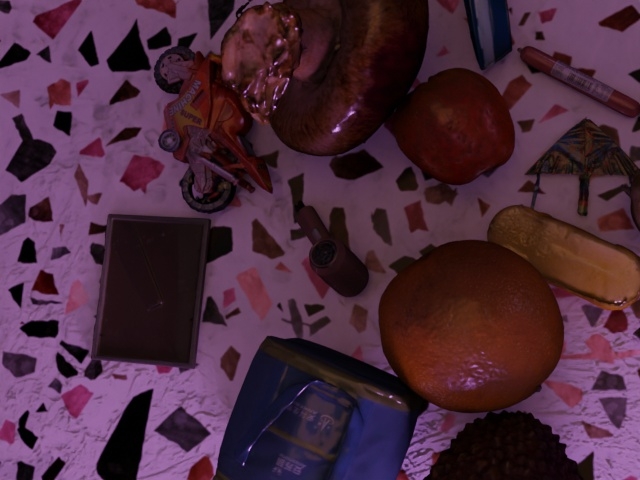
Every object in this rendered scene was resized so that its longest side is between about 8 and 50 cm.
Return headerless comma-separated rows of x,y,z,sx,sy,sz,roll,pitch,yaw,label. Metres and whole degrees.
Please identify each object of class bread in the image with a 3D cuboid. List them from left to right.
0.368,0.025,1.594,0.246,0.094,0.102,23,96,15,bread

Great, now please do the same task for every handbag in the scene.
-0.005,0.286,1.564,0.263,0.222,0.241,20,90,12,handbag

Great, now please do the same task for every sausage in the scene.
0.404,-0.248,1.660,0.223,0.029,0.029,32,88,15,sausage

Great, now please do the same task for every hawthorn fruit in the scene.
0.208,-0.173,1.621,0.189,0.189,0.189,-2,80,12,hawthorn fruit

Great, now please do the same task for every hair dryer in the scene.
0.000,0.000,1.678,0.064,0.117,0.181,-38,56,5,hair dryer

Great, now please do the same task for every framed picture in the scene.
-0.280,0.082,1.760,0.184,0.016,0.249,2,81,13,framed picture

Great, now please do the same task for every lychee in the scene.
0.257,0.366,1.492,0.272,0.271,0.271,-2,80,12,lychee

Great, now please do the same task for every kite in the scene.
0.409,-0.114,1.648,0.183,0.010,0.160,3,78,9,kite

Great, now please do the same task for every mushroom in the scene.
-0.014,-0.282,1.589,0.356,0.331,0.334,-10,43,-20,mushroom

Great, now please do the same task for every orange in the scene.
0.218,0.127,1.529,0.264,0.264,0.264,-2,80,12,orange

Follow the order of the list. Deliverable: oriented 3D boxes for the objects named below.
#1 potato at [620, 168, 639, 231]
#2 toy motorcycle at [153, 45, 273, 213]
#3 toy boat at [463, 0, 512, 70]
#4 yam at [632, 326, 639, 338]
0.549,-0.037,1.519,0.251,0.159,0.174,21,125,29,potato
-0.178,-0.195,1.745,0.171,0.089,0.298,-17,78,8,toy motorcycle
0.255,-0.416,1.689,0.062,0.096,0.299,-8,81,2,toy boat
0.534,0.116,1.551,0.141,0.079,0.079,-43,75,3,yam
